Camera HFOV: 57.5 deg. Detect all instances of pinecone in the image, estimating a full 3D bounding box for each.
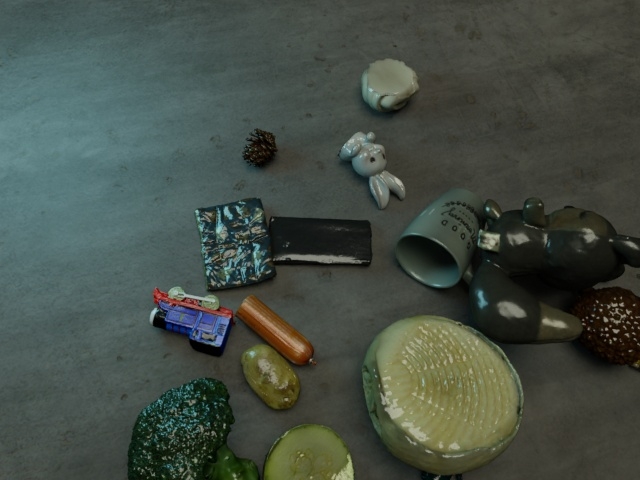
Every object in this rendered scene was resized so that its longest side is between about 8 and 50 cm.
[{"bbox_3d":[-0.170,-0.259,1.650,0.102,0.102,0.109,20,76,4],"label":"pinecone"}]

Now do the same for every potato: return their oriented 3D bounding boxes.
[{"bbox_3d":[-0.117,0.322,1.381,0.107,0.080,0.170,-27,68,-28],"label":"potato"}]

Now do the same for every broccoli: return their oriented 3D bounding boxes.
[{"bbox_3d":[-0.266,0.440,1.234,0.297,0.298,0.297,44,61,-29],"label":"broccoli"}]

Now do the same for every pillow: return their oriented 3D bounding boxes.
[{"bbox_3d":[-0.225,0.006,1.543,0.189,0.034,0.255,-11,63,-5],"label":"pillow"}]

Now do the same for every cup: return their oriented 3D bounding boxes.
[{"bbox_3d":[0.361,0.007,1.536,0.258,0.186,0.234,41,58,3],"label":"cup"}]

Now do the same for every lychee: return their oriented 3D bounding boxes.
[{"bbox_3d":[0.728,0.198,1.468,0.200,0.200,0.238,-20,70,-15],"label":"lychee"}]

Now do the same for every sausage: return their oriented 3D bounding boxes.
[{"bbox_3d":[-0.101,0.230,1.432,0.234,0.071,0.071,37,66,12],"label":"sausage"}]

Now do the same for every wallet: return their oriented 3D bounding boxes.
[{"bbox_3d":[0.000,0.000,1.578,0.286,0.030,0.146,1,59,-3],"label":"wallet"}]

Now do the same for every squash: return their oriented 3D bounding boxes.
[{"bbox_3d":[-0.018,0.510,1.278,0.220,0.133,0.220,4,66,-10],"label":"squash"}]

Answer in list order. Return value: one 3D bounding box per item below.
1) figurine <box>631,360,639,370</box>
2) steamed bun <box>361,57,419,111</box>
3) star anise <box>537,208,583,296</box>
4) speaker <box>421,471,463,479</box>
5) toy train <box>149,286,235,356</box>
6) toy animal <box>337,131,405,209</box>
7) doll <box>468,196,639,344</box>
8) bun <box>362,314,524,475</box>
[{"bbox_3d":[0.842,0.264,1.517,0.143,0.068,0.101,-43,67,-5],"label":"figurine"},{"bbox_3d":[0.207,-0.470,1.788,0.183,0.106,0.182,1,61,-2],"label":"steamed bun"},{"bbox_3d":[0.704,0.016,1.602,0.272,0.102,0.271,1,63,-2],"label":"star anise"},{"bbox_3d":[0.280,0.538,1.335,0.075,0.060,0.094,-49,113,-24],"label":"speaker"},{"bbox_3d":[-0.315,0.192,1.423,0.204,0.082,0.131,15,65,2],"label":"toy train"},{"bbox_3d":[0.157,-0.205,1.644,0.104,0.130,0.220,-33,74,-34],"label":"toy animal"},{"bbox_3d":[0.558,0.084,1.404,0.383,0.252,0.378,13,82,15],"label":"doll"},{"bbox_3d":[0.261,0.358,1.330,0.365,0.202,0.364,4,50,-5],"label":"bun"}]
